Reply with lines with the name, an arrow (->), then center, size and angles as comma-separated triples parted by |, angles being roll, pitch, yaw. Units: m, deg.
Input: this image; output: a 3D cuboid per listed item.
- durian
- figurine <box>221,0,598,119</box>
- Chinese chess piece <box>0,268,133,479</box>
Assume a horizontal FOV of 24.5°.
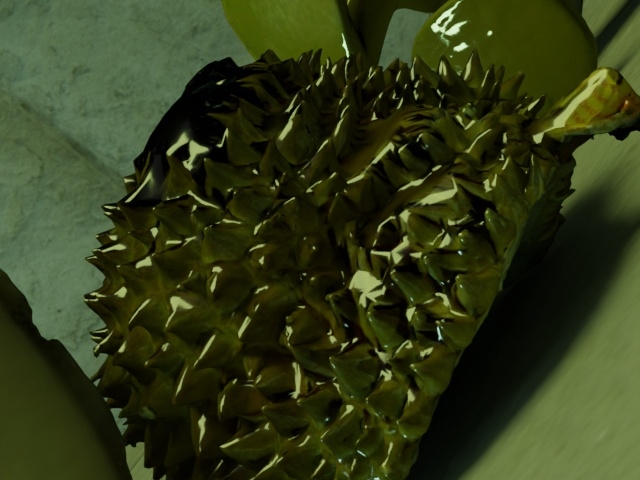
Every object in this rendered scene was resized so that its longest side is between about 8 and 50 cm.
durian -> 0.000, 0.000, 0.498 | 0.237, 0.137, 0.193 | -48, 5, 37
figurine -> 0.134, -0.228, 0.799 | 0.338, 0.204, 0.284 | -37, -34, -48
Chinese chess piece -> -0.175, 0.115, 0.505 | 0.112, 0.270, 0.270 | -26, -16, -47
